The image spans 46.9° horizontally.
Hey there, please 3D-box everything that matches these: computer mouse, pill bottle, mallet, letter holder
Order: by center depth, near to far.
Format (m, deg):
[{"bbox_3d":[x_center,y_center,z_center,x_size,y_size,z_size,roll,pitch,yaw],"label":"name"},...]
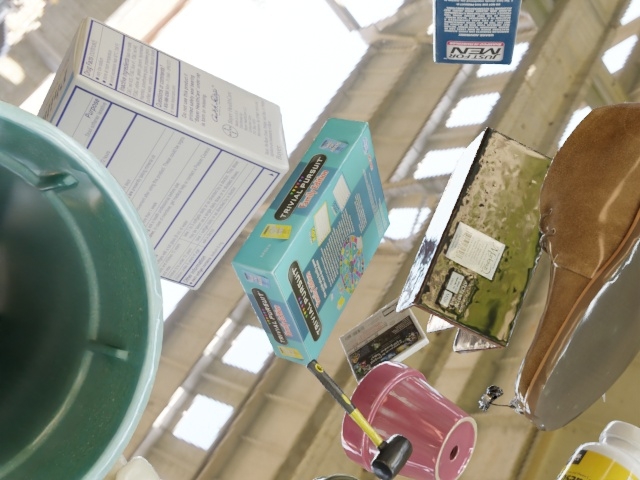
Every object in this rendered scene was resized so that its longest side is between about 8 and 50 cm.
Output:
[{"bbox_3d":[0.329,0.307,0.873,0.184,0.103,0.103,-45,-156,-24],"label":"pill bottle"},{"bbox_3d":[0.054,0.235,1.008,0.062,0.189,0.039,-25,165,-46],"label":"mallet"},{"bbox_3d":[0.241,0.011,1.181,0.301,0.152,0.214,-65,-176,-15],"label":"letter holder"},{"bbox_3d":[0.431,0.335,1.531,0.193,0.106,0.042,6,-122,9],"label":"computer mouse"}]

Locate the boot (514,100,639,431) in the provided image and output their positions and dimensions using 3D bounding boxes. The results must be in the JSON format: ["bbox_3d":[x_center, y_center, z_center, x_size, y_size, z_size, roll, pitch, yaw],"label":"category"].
[{"bbox_3d":[0.229,0.013,0.627,0.115,0.112,0.305,21,-105,42],"label":"boot"}]

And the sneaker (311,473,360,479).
[{"bbox_3d":[-0.006,0.464,0.908,0.146,0.123,0.330,140,-36,-60],"label":"sneaker"}]

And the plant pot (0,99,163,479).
[{"bbox_3d":[-0.363,0.058,0.623,0.334,0.341,0.341,5,-127,50],"label":"plant pot"}]

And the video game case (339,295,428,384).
[{"bbox_3d":[0.147,0.237,1.749,0.190,0.022,0.173,-35,-147,7],"label":"video game case"}]

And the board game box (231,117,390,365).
[{"bbox_3d":[0.000,0.000,1.238,0.079,0.253,0.336,13,-127,27],"label":"board game box"}]

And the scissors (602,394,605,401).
[{"bbox_3d":[0.611,0.249,1.593,0.021,0.297,0.109,-32,-159,-23],"label":"scissors"}]

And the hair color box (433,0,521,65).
[{"bbox_3d":[0.182,-0.367,0.827,0.105,0.347,0.173,4,-110,10],"label":"hair color box"}]

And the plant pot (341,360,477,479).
[{"bbox_3d":[0.168,0.337,1.309,0.180,0.201,0.201,18,-118,39],"label":"plant pot"}]

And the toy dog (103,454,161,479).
[{"bbox_3d":[-0.447,0.499,1.352,0.284,0.395,0.408,-49,-131,29],"label":"toy dog"}]

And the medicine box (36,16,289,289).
[{"bbox_3d":[-0.233,-0.103,0.988,0.263,0.289,0.149,-49,-147,33],"label":"medicine box"}]
